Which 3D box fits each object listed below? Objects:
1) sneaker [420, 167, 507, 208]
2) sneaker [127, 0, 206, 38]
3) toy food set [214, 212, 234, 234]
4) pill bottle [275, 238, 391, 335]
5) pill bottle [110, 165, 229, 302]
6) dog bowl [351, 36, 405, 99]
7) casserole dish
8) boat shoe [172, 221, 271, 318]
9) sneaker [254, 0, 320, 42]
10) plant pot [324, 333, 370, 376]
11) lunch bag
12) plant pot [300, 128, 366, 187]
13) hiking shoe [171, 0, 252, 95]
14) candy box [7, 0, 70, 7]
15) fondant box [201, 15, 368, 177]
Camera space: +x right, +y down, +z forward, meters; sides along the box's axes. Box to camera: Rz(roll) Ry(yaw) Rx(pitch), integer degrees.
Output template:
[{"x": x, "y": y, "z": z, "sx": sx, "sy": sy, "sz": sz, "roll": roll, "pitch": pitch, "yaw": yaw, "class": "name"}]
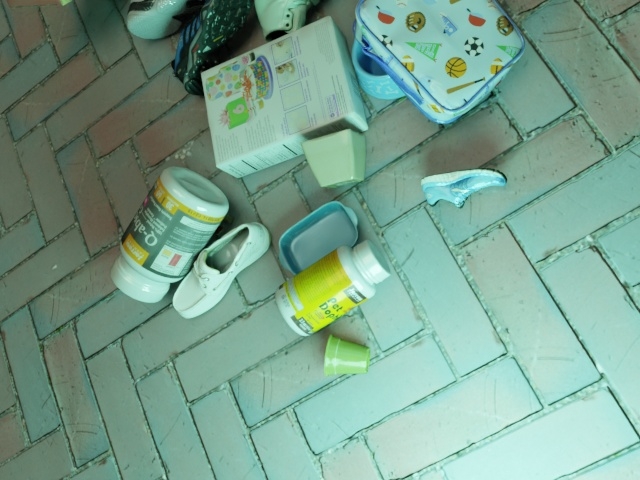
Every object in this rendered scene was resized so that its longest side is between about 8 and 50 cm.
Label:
[{"x": 0.277, "y": -0.099, "z": 1.251, "sx": 0.162, "sy": 0.063, "sz": 0.073, "roll": -7, "pitch": 94, "yaw": 27, "class": "sneaker"}, {"x": -0.324, "y": -0.648, "z": 1.575, "sx": 0.366, "sy": 0.137, "sz": 0.210, "roll": -17, "pitch": 75, "yaw": 23, "class": "sneaker"}, {"x": -0.258, "y": -0.052, "z": 1.489, "sx": 0.122, "sy": 0.019, "sz": 0.077, "roll": 34, "pitch": 94, "yaw": 18, "class": "toy food set"}, {"x": 0.026, "y": 0.088, "z": 1.278, "sx": 0.215, "sy": 0.117, "sz": 0.117, "roll": -34, "pitch": 68, "yaw": 14, "class": "pill bottle"}, {"x": -0.333, "y": -0.010, "z": 1.420, "sx": 0.162, "sy": 0.162, "sz": 0.278, "roll": 45, "pitch": 110, "yaw": 25, "class": "pill bottle"}, {"x": 0.155, "y": -0.447, "z": 1.360, "sx": 0.166, "sy": 0.074, "sz": 0.297, "roll": 10, "pitch": 84, "yaw": 25, "class": "dog bowl"}, {"x": 0.000, "y": 0.000, "z": 1.354, "sx": 0.188, "sy": 0.037, "sz": 0.114, "roll": -34, "pitch": 68, "yaw": 14, "class": "casserole dish"}, {"x": -0.233, "y": 0.057, "z": 1.410, "sx": 0.277, "sy": 0.096, "sz": 0.098, "roll": -46, "pitch": 67, "yaw": 10, "class": "boat shoe"}, {"x": -0.021, "y": -0.522, "z": 1.445, "sx": 0.256, "sy": 0.094, "sz": 0.151, "roll": -15, "pitch": 76, "yaw": 22, "class": "sneaker"}, {"x": 0.055, "y": 0.227, "z": 1.265, "sx": 0.079, "sy": 0.083, "sz": 0.083, "roll": 4, "pitch": 81, "yaw": 12, "class": "plant pot"}, {"x": 0.212, "y": -0.387, "z": 1.240, "sx": 0.243, "sy": 0.115, "sz": 0.303, "roll": -43, "pitch": 88, "yaw": -1, "class": "lunch bag"}, {"x": 0.036, "y": -0.162, "z": 1.339, "sx": 0.109, "sy": 0.109, "sz": 0.096, "roll": -13, "pitch": 86, "yaw": 21, "class": "plant pot"}, {"x": -0.266, "y": -0.493, "z": 1.505, "sx": 0.132, "sy": 0.113, "sz": 0.304, "roll": 44, "pitch": 114, "yaw": 31, "class": "hiking shoe"}, {"x": -0.628, "y": -0.687, "z": 1.649, "sx": 0.183, "sy": 0.087, "sz": 0.316, "roll": 7, "pitch": 41, "yaw": 25, "class": "candy box"}, {"x": -0.085, "y": -0.306, "z": 1.424, "sx": 0.331, "sy": 0.096, "sz": 0.238, "roll": -17, "pitch": 73, "yaw": 19, "class": "fondant box"}]
